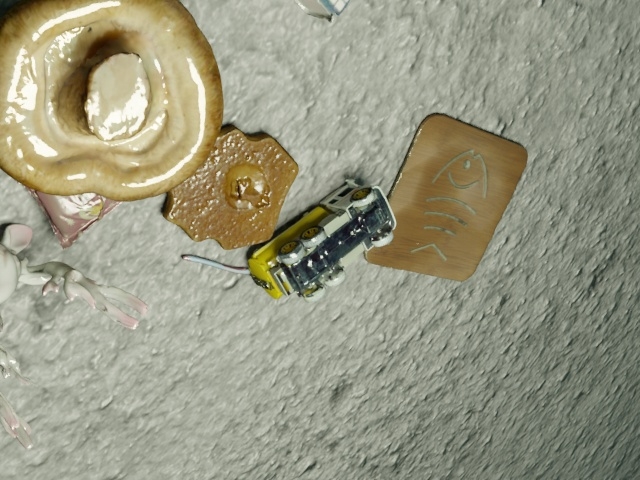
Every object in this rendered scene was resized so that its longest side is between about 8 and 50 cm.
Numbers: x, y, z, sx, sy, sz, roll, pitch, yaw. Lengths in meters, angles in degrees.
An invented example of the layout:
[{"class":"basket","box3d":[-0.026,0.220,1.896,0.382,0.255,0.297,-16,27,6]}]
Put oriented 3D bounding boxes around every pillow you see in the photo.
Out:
[{"class":"pillow","box3d":[-0.283,-0.087,0.975,0.185,0.043,0.118,-38,118,-13]}]

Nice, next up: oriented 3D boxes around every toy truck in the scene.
[{"class":"toy truck","box3d":[0.000,0.000,1.179,0.227,0.114,0.098,-38,120,-18]}]

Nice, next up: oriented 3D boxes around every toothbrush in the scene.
[{"class":"toothbrush","box3d":[-0.129,0.043,1.179,0.193,0.013,0.019,14,100,-40]}]

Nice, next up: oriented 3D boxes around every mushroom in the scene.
[{"class":"mushroom","box3d":[-0.248,-0.164,0.879,0.278,0.146,0.278,-6,110,-18]}]

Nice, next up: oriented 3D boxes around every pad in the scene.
[{"class":"pad","box3d":[0.231,-0.067,1.369,0.287,0.018,0.283,12,108,-39]}]

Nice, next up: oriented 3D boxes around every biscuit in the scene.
[{"class":"biscuit","box3d":[-0.141,-0.078,1.089,0.215,0.034,0.182,12,107,-37]}]

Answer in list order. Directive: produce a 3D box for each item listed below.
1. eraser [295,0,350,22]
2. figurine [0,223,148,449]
[{"class":"eraser","box3d":[0.051,-0.436,0.985,0.287,0.086,0.130,-51,134,0]},{"class":"figurine","box3d":[-0.395,0.059,0.841,0.206,0.284,0.316,-54,144,4]}]
